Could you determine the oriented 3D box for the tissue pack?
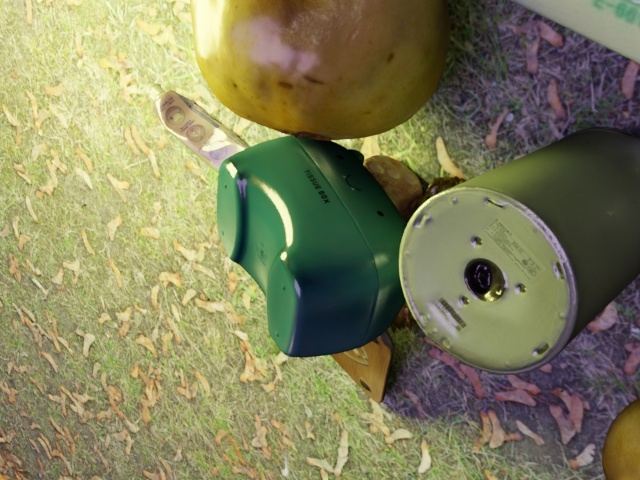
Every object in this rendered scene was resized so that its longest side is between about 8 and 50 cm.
[{"bbox_3d":[0.000,0.000,1.141,0.198,0.206,0.287,100,149,-43],"label":"tissue pack"}]

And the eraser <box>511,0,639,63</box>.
[{"bbox_3d":[0.304,-0.309,0.907,0.290,0.104,0.189,34,120,22],"label":"eraser"}]

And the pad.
[{"bbox_3d":[0.010,0.117,1.364,0.284,0.018,0.286,45,160,21],"label":"pad"}]

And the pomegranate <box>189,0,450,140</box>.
[{"bbox_3d":[0.004,-0.278,1.086,0.333,0.332,0.332,17,118,35],"label":"pomegranate"}]

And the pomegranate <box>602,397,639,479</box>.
[{"bbox_3d":[0.451,0.272,1.019,0.233,0.233,0.233,17,118,35],"label":"pomegranate"}]

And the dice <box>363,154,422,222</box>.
[{"bbox_3d":[0.087,-0.064,1.265,0.093,0.091,0.094,42,131,20],"label":"dice"}]

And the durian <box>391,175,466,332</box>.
[{"bbox_3d":[0.172,0.042,1.232,0.187,0.153,0.260,12,126,10],"label":"durian"}]

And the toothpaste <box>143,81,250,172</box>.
[{"bbox_3d":[-0.189,-0.174,1.487,0.301,0.048,0.075,40,102,13],"label":"toothpaste"}]

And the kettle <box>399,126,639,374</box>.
[{"bbox_3d":[0.257,0.022,0.999,0.205,0.318,0.265,20,121,33],"label":"kettle"}]
